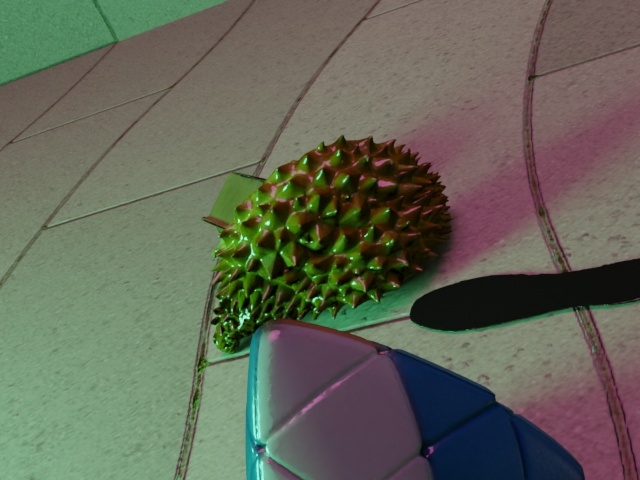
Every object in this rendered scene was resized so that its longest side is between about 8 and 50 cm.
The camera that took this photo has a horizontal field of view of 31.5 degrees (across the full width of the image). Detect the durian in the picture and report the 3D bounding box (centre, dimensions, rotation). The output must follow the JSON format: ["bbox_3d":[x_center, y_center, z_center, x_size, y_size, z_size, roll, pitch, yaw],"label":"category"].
[{"bbox_3d":[0.000,0.000,1.177,0.306,0.172,0.166,-38,2,-6],"label":"durian"}]

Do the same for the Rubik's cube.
[{"bbox_3d":[0.014,0.139,0.802,0.255,0.254,0.254,-21,25,11],"label":"Rubik's cube"}]

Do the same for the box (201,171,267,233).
[{"bbox_3d":[-0.064,-0.021,1.326,0.111,0.111,0.177,-35,26,-18],"label":"box"}]

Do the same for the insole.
[{"bbox_3d":[0.194,0.052,1.051,0.253,0.005,0.086,-10,30,32],"label":"insole"}]
